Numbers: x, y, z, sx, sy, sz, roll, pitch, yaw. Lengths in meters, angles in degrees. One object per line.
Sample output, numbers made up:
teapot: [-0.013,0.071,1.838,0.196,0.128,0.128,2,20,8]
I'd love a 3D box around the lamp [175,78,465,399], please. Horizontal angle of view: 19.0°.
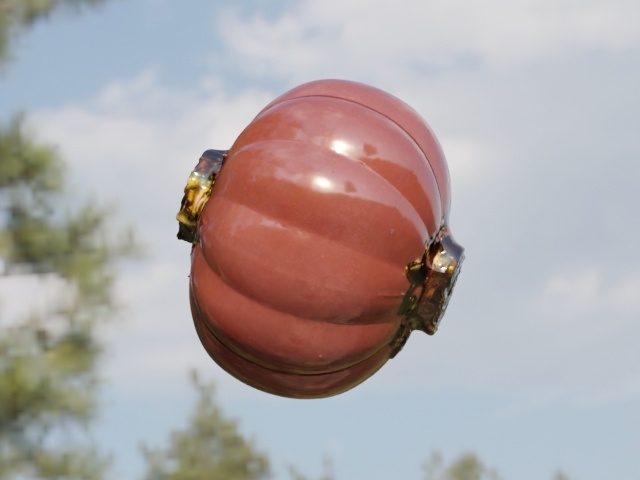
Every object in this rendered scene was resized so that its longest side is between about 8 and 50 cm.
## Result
lamp: [0.000,0.000,0.628,0.092,0.107,0.107,21,-21,7]
